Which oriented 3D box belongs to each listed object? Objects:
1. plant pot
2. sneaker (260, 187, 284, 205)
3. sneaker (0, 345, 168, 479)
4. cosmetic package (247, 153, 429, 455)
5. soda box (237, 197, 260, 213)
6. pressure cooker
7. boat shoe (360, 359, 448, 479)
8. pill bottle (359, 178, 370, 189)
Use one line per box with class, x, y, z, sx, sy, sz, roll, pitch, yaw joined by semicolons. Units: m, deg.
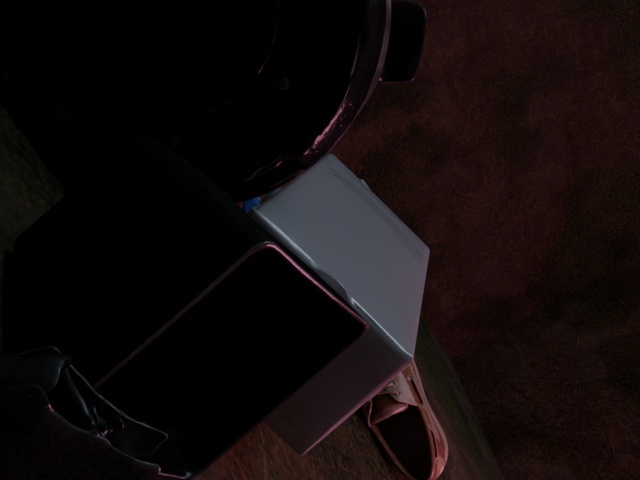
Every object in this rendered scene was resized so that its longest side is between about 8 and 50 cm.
plant pot;-0.110;0.039;0.527;0.167;0.187;0.188;51;3;31
sneaker;0.011;0.037;1.358;0.321;0.126;0.127;37;17;-41
sneaker;-0.161;0.073;0.362;0.170;0.089;0.051;56;9;-23
cosmetic package;-0.002;0.040;0.806;0.197;0.155;0.365;45;19;-1
soda box;-0.139;-0.097;1.115;0.067;0.071;0.210;55;10;-25
pressure cooker;-0.108;-0.245;0.801;0.370;0.375;0.420;51;14;-6
boat shoe;0.117;0.259;1.227;0.324;0.123;0.116;58;11;4
pill bottle;0.000;0.000;1.123;0.119;0.208;0.119;56;9;-14
